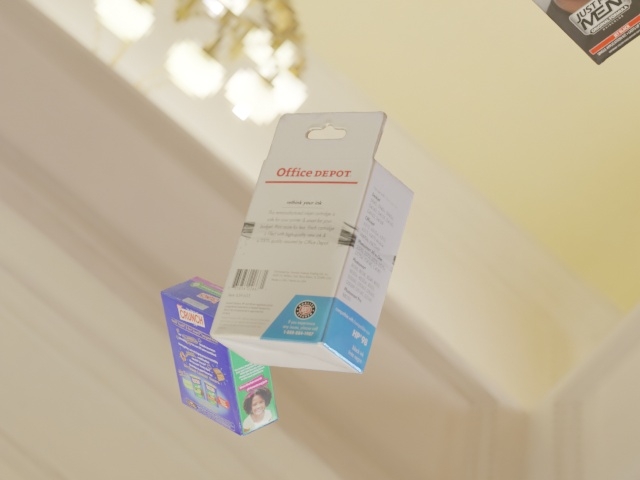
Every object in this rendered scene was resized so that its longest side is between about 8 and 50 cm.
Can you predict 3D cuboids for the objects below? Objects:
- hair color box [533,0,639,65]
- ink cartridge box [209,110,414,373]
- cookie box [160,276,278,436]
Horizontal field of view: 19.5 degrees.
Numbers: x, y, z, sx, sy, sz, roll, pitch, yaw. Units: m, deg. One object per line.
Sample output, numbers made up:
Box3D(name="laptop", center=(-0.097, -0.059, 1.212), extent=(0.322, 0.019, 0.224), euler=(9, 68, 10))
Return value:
Box3D(name="hair color box", center=(0.189, -0.205, 1.400), extent=(0.141, 0.072, 0.043), euler=(41, -145, -18))
Box3D(name="ink cartridge box", center=(0.000, 0.000, 1.343), extent=(0.104, 0.180, 0.060), euler=(2, 156, 38))
Box3D(name="cookie box", center=(-0.082, 0.093, 1.522), extent=(0.040, 0.107, 0.092), euler=(-24, -151, -31))
